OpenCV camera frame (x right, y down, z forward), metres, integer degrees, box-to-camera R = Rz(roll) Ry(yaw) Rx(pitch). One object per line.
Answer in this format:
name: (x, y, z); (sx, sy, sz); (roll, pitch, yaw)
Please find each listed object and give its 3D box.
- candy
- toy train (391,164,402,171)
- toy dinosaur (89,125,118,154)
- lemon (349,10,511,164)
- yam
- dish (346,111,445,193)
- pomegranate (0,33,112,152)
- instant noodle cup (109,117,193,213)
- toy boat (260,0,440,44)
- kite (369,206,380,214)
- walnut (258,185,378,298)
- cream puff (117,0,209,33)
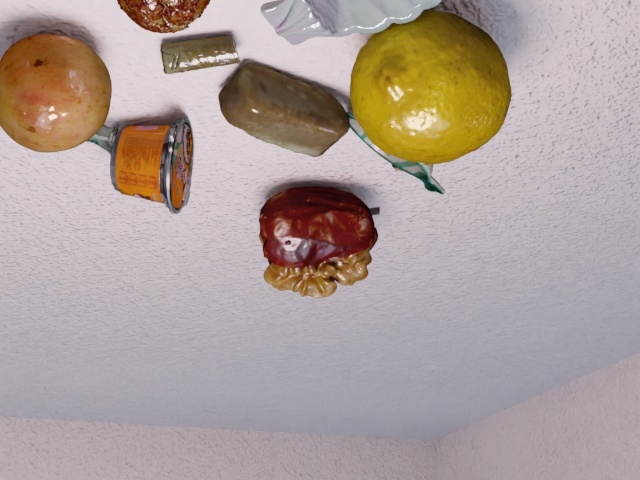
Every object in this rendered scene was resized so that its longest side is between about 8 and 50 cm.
candy: (-0.064, -0.230, 1.554); (0.234, 0.102, 0.104); (13, 149, -32)
toy train: (0.198, -0.190, 1.761); (0.087, 0.050, 0.138); (4, 151, -14)
toy dinosaur: (-0.431, -0.201, 1.600); (0.106, 0.044, 0.187); (12, 163, -8)
lemon: (0.186, -0.249, 1.430); (0.253, 0.254, 0.310); (-30, 160, 37)
yam: (-0.200, -0.307, 1.429); (0.132, 0.054, 0.054); (-8, 153, 0)
dish: (0.157, -0.193, 1.642); (0.246, 0.078, 0.224); (39, 176, -20)
pomegranate: (-0.424, -0.233, 1.377); (0.191, 0.191, 0.191); (-6, 153, -3)
instant noodle cup: (-0.317, -0.144, 1.611); (0.125, 0.178, 0.208); (6, 130, 3)
toy boat: (0.053, -0.390, 1.279); (0.290, 0.100, 0.199); (-20, 150, 21)
kite: (0.107, -0.063, 2.038); (0.078, 0.002, 0.044); (-18, 151, 18)
walnut: (0.000, 0.000, 1.868); (0.268, 0.244, 0.222); (-8, 153, -7)
cream puff: (-0.230, -0.363, 1.280); (0.149, 0.084, 0.149); (-6, 155, -3)
